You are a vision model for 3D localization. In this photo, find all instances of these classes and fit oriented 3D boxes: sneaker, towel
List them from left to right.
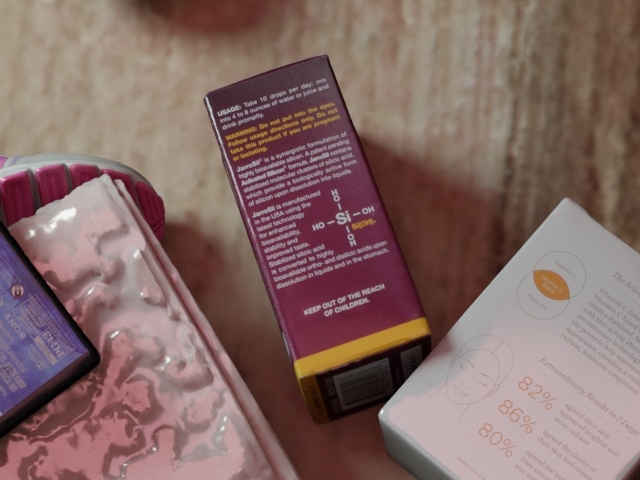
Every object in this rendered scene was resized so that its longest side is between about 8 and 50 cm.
[{"bbox_3d":[-0.222,-0.015,1.077,0.252,0.103,0.111,-4,26,-18],"label":"sneaker"},{"bbox_3d":[-0.177,0.175,0.991,0.332,0.053,0.317,-32,83,-6],"label":"towel"}]

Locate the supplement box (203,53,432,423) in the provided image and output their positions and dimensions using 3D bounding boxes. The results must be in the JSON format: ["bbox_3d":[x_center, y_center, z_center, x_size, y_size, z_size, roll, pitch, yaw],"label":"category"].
[{"bbox_3d":[0.000,0.000,1.052,0.081,0.104,0.188,-19,69,-3],"label":"supplement box"}]

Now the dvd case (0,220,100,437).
[{"bbox_3d":[-0.273,0.070,0.967,0.253,0.022,0.180,-37,85,-4],"label":"dvd case"}]

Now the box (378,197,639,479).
[{"bbox_3d":[0.137,0.088,1.014,0.130,0.091,0.170,39,78,17],"label":"box"}]
